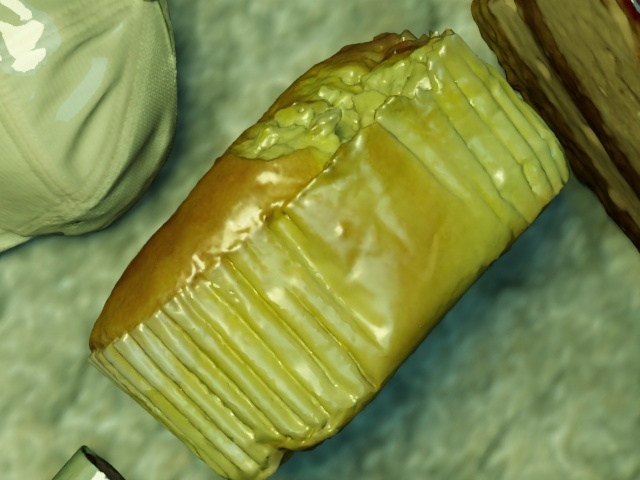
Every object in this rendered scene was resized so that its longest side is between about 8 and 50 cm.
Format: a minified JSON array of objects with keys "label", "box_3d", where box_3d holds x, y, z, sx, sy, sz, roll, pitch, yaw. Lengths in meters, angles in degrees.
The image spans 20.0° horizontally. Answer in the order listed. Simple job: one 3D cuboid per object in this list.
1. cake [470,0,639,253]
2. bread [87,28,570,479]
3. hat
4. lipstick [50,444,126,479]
[{"label":"cake","box_3d":[0.223,-0.110,0.896,0.196,0.293,0.199,-33,93,-8]},{"label":"bread","box_3d":[0.000,0.000,0.912,0.250,0.179,0.133,-44,95,-7]},{"label":"hat","box_3d":[-0.201,-0.076,0.891,0.226,0.164,0.219,-31,98,-28]},{"label":"lipstick","box_3d":[-0.177,0.226,0.931,0.077,0.079,0.253,43,83,-9]}]
